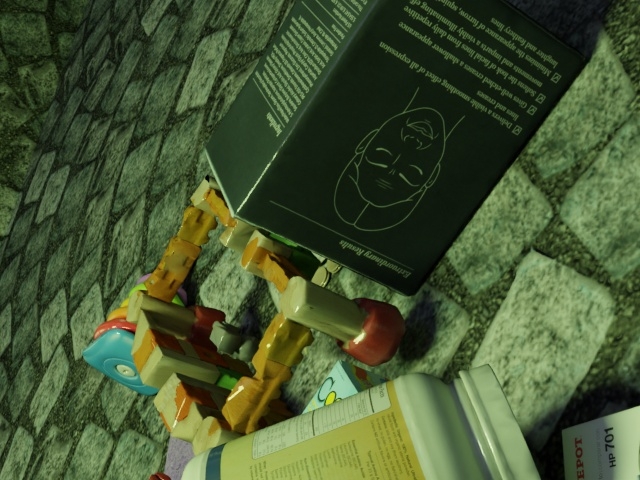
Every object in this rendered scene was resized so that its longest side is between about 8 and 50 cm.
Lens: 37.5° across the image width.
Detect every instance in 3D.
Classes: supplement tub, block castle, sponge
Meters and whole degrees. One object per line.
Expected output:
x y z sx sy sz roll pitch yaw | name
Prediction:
0.050 0.262 0.900 0.316 0.228 0.228 -21 41 4 | supplement tub
-0.087 0.126 1.360 0.303 0.213 0.453 -59 34 8 | block castle
-0.203 0.339 1.481 0.117 0.031 0.210 -31 46 44 | sponge

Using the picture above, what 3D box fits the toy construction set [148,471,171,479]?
-0.233 0.426 1.264 0.309 0.237 0.257 -46 59 32 | toy construction set

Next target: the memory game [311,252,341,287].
0.000 0.000 1.520 0.186 0.012 0.186 -37 40 39 | memory game

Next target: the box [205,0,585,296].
0.085 -0.175 1.237 0.395 0.293 0.212 -55 31 16 | box

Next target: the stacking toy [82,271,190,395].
-0.314 0.129 1.813 0.175 0.166 0.302 -33 28 48 | stacking toy

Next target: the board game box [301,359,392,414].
0.024 0.308 1.126 0.275 0.142 0.144 -57 30 14 | board game box

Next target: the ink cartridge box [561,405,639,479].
0.309 0.214 0.811 0.191 0.082 0.139 -31 45 43 | ink cartridge box
